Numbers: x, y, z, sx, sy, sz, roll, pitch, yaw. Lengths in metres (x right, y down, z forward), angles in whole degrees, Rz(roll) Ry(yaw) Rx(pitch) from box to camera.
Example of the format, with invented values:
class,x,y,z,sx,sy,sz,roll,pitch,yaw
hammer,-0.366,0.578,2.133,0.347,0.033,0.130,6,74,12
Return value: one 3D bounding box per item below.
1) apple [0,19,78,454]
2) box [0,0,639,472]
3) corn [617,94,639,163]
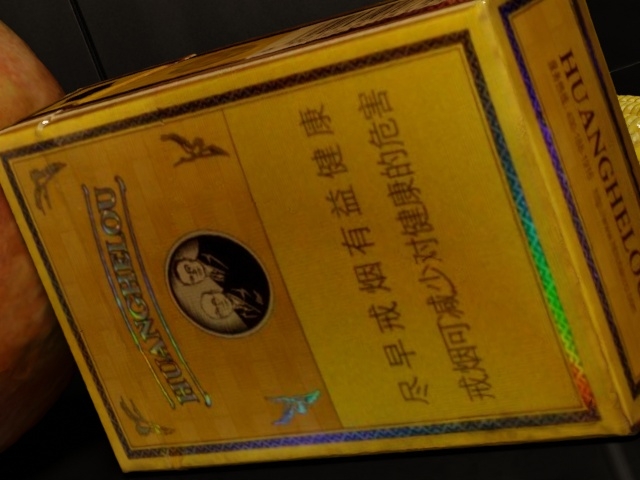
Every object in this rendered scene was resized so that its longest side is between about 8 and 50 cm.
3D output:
class,x,y,z,sx,sy,sz,roll,pitch,yaw
apple,-0.271,0.018,0.905,0.301,0.301,0.301,-19,13,4
box,0.000,0.000,0.765,0.301,0.193,0.084,-11,15,38
corn,0.157,-0.048,0.981,0.081,0.081,0.248,-24,12,-17
